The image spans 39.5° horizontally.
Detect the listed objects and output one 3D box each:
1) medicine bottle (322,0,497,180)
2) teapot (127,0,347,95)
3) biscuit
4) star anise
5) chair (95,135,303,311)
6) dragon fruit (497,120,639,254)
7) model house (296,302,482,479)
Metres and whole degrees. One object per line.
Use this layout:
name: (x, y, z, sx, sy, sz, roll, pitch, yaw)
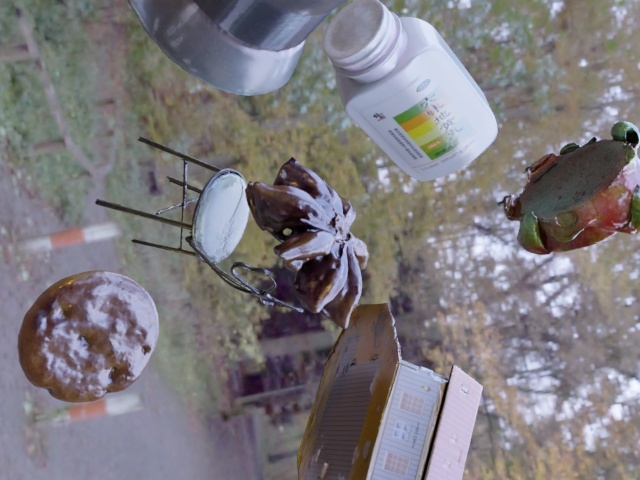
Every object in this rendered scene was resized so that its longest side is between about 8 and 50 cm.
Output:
medicine bottle: (0.135, -0.234, 1.390, 0.324, 0.179, 0.124, 41, 27, -43)
teapot: (0.008, -0.311, 0.799, 0.344, 0.300, 0.253, -36, -104, 42)
biscuit: (-0.331, 0.141, 1.289, 0.036, 0.212, 0.212, 42, -34, 54)
star anise: (0.000, -0.001, 0.793, 0.168, 0.057, 0.168, 37, 38, -35)
chair: (-0.153, -0.024, 1.324, 0.170, 0.325, 0.160, -63, 154, -20)
dragon fruit: (0.477, -0.083, 1.613, 0.130, 0.295, 0.268, 47, 5, -22)
model house: (0.084, 0.180, 0.892, 0.207, 0.135, 0.219, -35, -145, 66)
